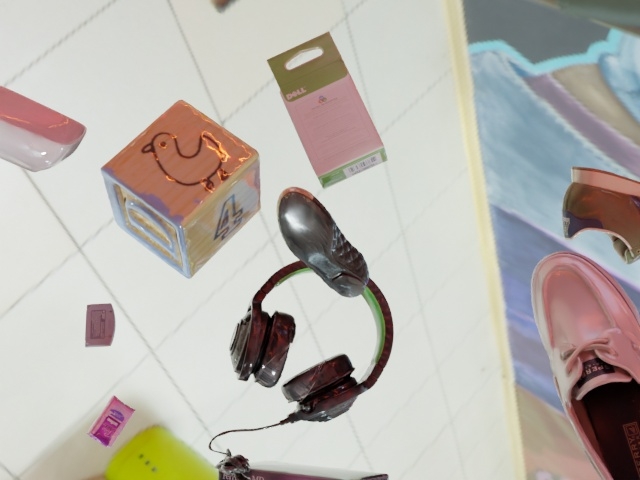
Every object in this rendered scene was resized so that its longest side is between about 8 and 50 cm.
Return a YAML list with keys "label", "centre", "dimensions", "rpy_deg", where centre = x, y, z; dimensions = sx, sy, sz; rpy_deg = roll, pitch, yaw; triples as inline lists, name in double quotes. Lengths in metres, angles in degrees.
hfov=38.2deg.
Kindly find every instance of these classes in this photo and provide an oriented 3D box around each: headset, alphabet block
- label: "headset"
  centre: [-0.040, 0.204, 1.473]
  dimensions: [0.394, 0.243, 0.185]
  rpy_deg: [-54, -178, -15]
- label: "alphabet block"
  centre: [-0.236, -0.088, 1.613]
  dimensions: [0.197, 0.192, 0.193]
  rpy_deg: [-48, 164, -25]

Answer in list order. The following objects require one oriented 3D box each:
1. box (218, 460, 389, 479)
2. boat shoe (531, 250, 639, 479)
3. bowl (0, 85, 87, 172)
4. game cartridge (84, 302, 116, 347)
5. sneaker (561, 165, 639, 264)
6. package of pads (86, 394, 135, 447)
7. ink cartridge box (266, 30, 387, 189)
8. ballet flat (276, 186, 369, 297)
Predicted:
- label: "box"
  centre: [-0.043, 0.582, 1.759]
  dimensions: [0.183, 0.296, 0.294]
  rpy_deg: [19, 72, -57]
- label: "boat shoe"
  centre: [0.256, 0.121, 0.825]
  dimensions: [0.095, 0.258, 0.084]
  rpy_deg: [-30, 157, 18]
- label: "bowl"
  centre: [-0.351, -0.127, 1.071]
  dimensions: [0.142, 0.142, 0.053]
  rpy_deg: [-99, -146, -75]
- label: "game cartridge"
  centre: [-0.413, 0.160, 1.739]
  dimensions: [0.017, 0.056, 0.083]
  rpy_deg: [76, 11, -69]
- label: "sneaker"
  centre: [0.343, -0.014, 0.978]
  dimensions: [0.064, 0.192, 0.086]
  rpy_deg: [-128, -125, -83]
- label: "package of pads"
  centre: [-0.377, 0.326, 1.664]
  dimensions: [0.083, 0.050, 0.032]
  rpy_deg: [-58, -168, -23]
- label: "ink cartridge box"
  centre: [0.009, -0.195, 1.387]
  dimensions: [0.109, 0.209, 0.062]
  rpy_deg: [-25, 163, 3]
- label: "ballet flat"
  centre: [0.000, 0.000, 0.989]
  dimensions: [0.057, 0.049, 0.173]
  rpy_deg: [-23, 134, 14]
